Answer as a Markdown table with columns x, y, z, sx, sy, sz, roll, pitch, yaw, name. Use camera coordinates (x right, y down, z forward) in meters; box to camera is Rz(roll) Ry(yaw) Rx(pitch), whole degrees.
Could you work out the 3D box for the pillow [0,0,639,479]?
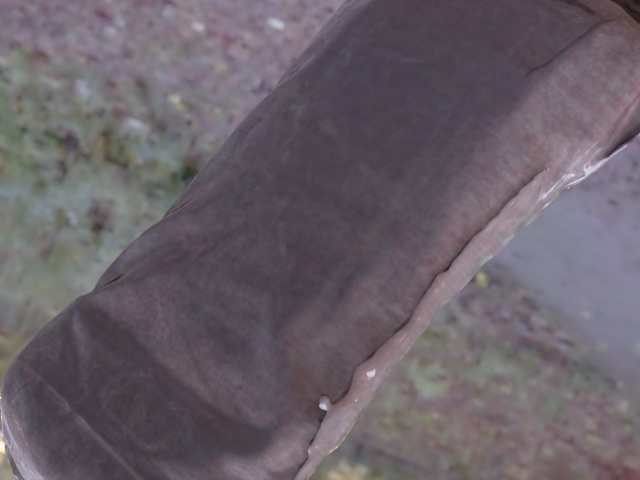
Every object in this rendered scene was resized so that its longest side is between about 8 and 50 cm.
| x | y | z | sx | sy | sz | roll | pitch | yaw | name |
| --- | --- | --- | --- | --- | --- | --- | --- | --- | --- |
| -0.002 | -0.001 | 0.471 | 0.034 | 0.211 | 0.135 | 45 | 176 | -41 | pillow |
